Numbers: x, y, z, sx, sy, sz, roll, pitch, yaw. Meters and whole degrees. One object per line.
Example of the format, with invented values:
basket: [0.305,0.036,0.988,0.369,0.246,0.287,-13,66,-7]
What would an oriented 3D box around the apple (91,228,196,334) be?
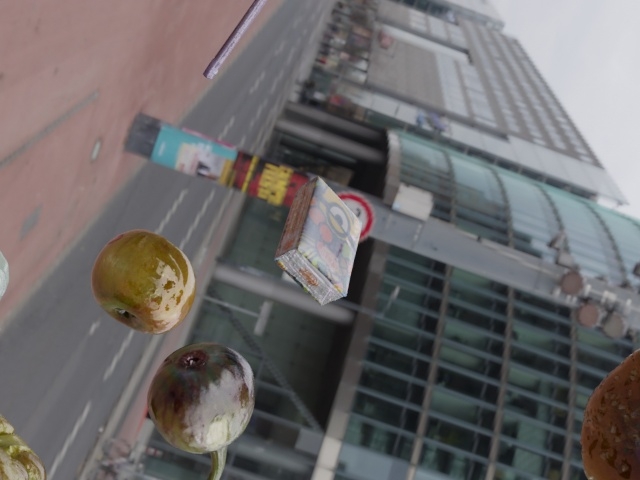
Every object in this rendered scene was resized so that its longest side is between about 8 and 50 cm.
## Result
apple: [-0.294,0.067,1.527,0.155,0.182,0.182,-60,177,-30]

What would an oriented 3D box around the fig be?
fig: [-0.152,0.258,1.209,0.149,0.149,0.245,-77,165,-63]

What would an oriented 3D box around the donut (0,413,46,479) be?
donut: [-0.525,0.314,1.314,0.128,0.261,0.208,-48,170,-2]

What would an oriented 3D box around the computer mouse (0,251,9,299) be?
computer mouse: [-0.311,-0.001,0.716,0.089,0.181,0.056,-33,176,27]

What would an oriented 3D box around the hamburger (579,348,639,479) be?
hamburger: [0.472,0.278,1.211,0.146,0.243,0.286,24,64,-66]

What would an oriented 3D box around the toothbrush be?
toothbrush: [-0.090,-0.417,1.540,0.354,0.029,0.024,-51,163,15]

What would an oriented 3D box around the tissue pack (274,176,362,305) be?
tissue pack: [0.000,0.000,1.259,0.060,0.108,0.148,-26,-148,34]
